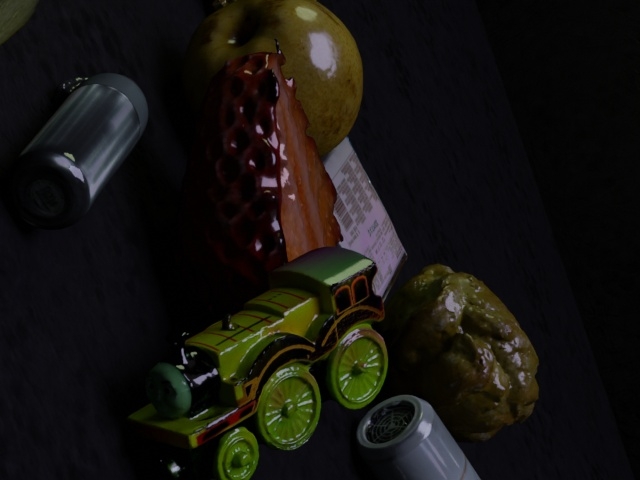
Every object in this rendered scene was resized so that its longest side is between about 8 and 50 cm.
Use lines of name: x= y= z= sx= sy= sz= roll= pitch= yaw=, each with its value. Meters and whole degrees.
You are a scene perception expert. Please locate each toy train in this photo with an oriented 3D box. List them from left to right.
toy train: x=-0.054 y=0.121 z=1.777 sx=0.296 sy=0.100 sz=0.160 roll=-30 pitch=118 yaw=-41

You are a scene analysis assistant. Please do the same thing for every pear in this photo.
pear: x=-0.051 y=-0.177 z=2.153 sx=0.209 sy=0.209 sz=0.209 roll=55 pitch=22 yaw=-35

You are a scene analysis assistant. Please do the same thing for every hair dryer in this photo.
hair dryer: x=0.105 y=0.353 z=2.184 sx=0.173 sy=0.108 sz=0.357 roll=55 pitch=28 yaw=-29

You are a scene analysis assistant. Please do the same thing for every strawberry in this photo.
strawberry: x=-0.081 y=-0.027 z=1.953 sx=0.253 sy=0.150 sz=0.280 roll=-81 pitch=157 yaw=-46

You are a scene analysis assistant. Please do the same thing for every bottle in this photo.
bottle: x=-0.226 y=-0.092 z=1.761 sx=0.096 sy=0.079 sz=0.253 roll=27 pitch=26 yaw=-1

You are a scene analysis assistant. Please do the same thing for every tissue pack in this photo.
tissue pack: x=0.000 y=0.000 z=2.221 sx=0.185 sy=0.124 sz=0.225 roll=65 pitch=18 yaw=-12

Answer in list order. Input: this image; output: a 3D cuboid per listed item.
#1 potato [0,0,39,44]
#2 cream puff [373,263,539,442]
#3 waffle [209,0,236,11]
potato: x=-0.330 y=-0.223 z=1.657 sx=0.120 sy=0.081 sz=0.149 roll=39 pitch=35 yaw=8
cream puff: x=0.169 y=0.149 z=2.416 sx=0.196 sy=0.244 sz=0.244 roll=-28 pitch=96 yaw=-41
waffle: x=-0.122 y=-0.418 z=2.324 sx=0.261 sy=0.151 sz=0.324 roll=-100 pitch=163 yaw=-46
